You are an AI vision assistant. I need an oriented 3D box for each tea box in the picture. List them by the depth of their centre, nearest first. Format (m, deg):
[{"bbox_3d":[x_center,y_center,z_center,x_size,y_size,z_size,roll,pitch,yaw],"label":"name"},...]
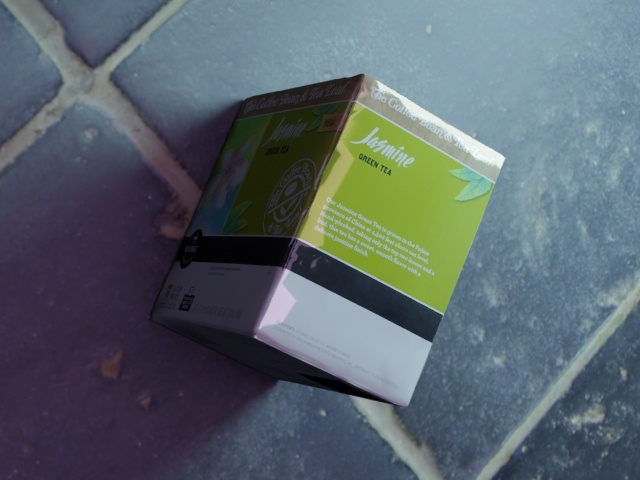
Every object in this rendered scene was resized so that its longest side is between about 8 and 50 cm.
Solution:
[{"bbox_3d":[0.000,0.000,1.638,0.220,0.329,0.323,28,77,-25],"label":"tea box"}]
